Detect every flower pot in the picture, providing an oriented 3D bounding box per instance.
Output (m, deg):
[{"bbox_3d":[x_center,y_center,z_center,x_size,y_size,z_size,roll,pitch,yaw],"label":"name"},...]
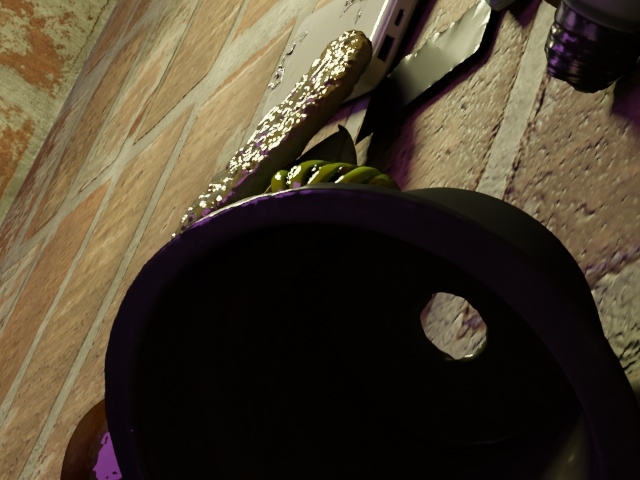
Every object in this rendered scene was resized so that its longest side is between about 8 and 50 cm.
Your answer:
[{"bbox_3d":[0.044,0.073,0.794,0.269,0.269,0.166,-49,-2,30],"label":"flower pot"}]

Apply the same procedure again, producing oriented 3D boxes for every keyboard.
[{"bbox_3d":[0.091,-0.145,1.358,0.196,0.015,0.074,-36,32,53],"label":"keyboard"}]

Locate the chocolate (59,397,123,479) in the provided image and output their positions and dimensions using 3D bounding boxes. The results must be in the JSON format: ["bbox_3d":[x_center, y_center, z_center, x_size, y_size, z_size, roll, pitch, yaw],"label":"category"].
[{"bbox_3d":[-0.119,0.190,1.140,0.176,0.177,0.176,-51,18,24],"label":"chocolate"}]

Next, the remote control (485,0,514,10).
[{"bbox_3d":[0.149,-0.219,1.291,0.053,0.018,0.124,-34,21,7],"label":"remote control"}]

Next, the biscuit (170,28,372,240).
[{"bbox_3d":[-0.025,-0.096,1.367,0.290,0.038,0.141,-51,12,-27],"label":"biscuit"}]

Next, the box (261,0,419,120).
[{"bbox_3d":[0.019,-0.195,1.600,0.142,0.044,0.285,-66,18,-15],"label":"box"}]

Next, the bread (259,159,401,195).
[{"bbox_3d":[0.000,0.000,1.198,0.139,0.071,0.130,0,79,37],"label":"bread"}]

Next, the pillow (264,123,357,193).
[{"bbox_3d":[-0.060,0.036,1.369,0.302,0.075,0.185,-52,12,20],"label":"pillow"}]

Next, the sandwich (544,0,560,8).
[{"bbox_3d":[0.154,-0.321,1.159,0.155,0.198,0.227,-47,21,36],"label":"sandwich"}]

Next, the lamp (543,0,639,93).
[{"bbox_3d":[0.203,-0.239,0.928,0.313,0.182,0.182,-61,16,11],"label":"lamp"}]
